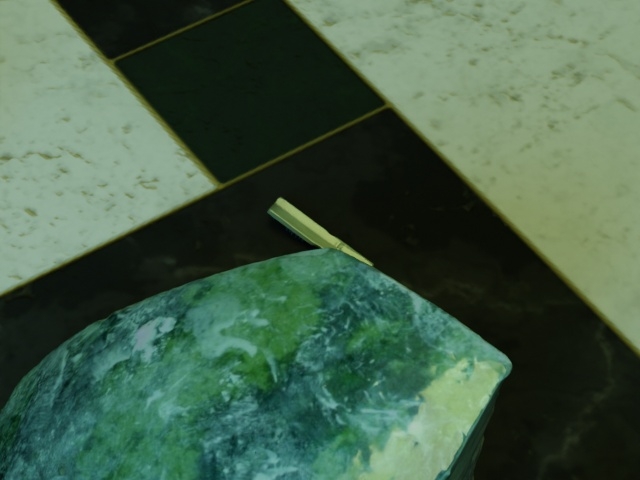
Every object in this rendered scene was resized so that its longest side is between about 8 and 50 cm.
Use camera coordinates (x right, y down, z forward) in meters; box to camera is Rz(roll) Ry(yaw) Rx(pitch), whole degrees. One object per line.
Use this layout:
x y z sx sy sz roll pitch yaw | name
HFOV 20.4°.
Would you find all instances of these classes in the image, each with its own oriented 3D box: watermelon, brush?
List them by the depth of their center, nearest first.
-0.030 0.161 0.973 0.387 0.258 0.228 -19 57 37 | watermelon
0.000 0.000 1.212 0.084 0.013 0.016 35 61 15 | brush
